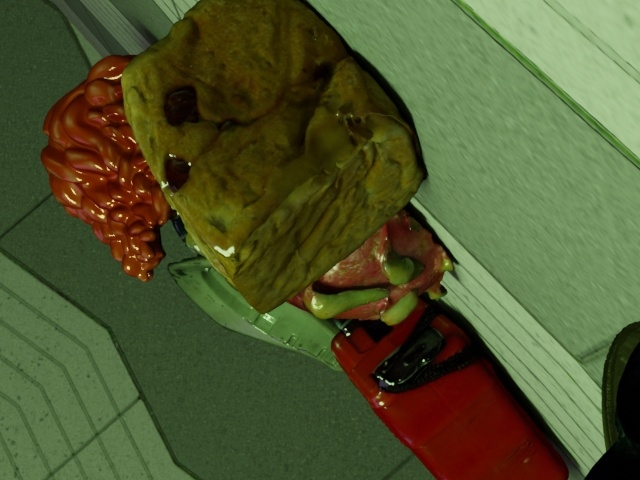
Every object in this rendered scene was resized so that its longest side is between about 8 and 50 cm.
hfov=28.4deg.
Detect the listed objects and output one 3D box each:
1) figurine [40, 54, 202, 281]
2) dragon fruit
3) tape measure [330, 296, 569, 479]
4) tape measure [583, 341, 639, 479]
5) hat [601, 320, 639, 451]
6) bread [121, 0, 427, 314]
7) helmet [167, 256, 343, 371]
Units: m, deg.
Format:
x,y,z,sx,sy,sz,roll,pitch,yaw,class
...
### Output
x,y,z,sx,sy,sz,roll,pitch,yaw,class
-0.160,-0.059,1.637,0.412,0.241,0.306,31,-149,-35,figurine
0.000,0.000,0.977,0.133,0.208,0.150,85,-171,-60,dragon fruit
0.115,0.152,1.245,0.253,0.114,0.260,51,178,-24,tape measure
0.139,0.140,0.365,0.135,0.222,0.202,-5,136,35,tape measure
0.183,0.097,0.539,0.146,0.067,0.146,33,-133,-44,hat
-0.032,-0.055,0.777,0.149,0.143,0.158,47,171,27,bread
-0.034,0.038,1.461,0.258,0.137,0.204,18,156,34,helmet
